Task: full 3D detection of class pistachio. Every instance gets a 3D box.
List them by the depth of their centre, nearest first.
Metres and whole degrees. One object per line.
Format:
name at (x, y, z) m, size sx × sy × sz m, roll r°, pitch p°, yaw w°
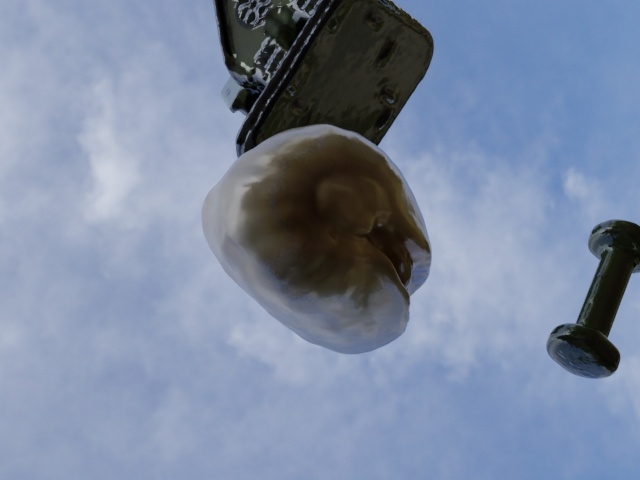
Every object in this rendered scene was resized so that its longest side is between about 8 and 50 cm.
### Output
pistachio at (0.000, 0.000, 0.611) m, size 0.117 × 0.145 × 0.200 m, roll -66°, pitch -18°, yaw -14°

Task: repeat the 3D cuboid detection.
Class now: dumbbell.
dumbbell at (0.202, 0.041, 0.685) m, size 0.052 × 0.046 × 0.118 m, roll 39°, pitch -119°, yaw -17°

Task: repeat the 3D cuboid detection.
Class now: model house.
model house at (-0.061, -0.205, 1.028) m, size 0.218 × 0.278 × 0.205 m, roll -57°, pitch -34°, yaw 8°
